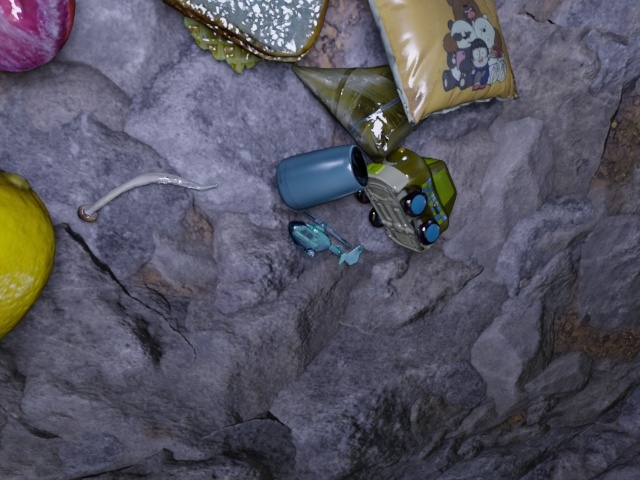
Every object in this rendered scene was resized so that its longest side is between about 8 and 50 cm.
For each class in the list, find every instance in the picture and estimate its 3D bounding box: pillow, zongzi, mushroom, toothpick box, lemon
[{"bbox_3d":[0.225,-0.384,0.819,0.310,0.119,0.312,-20,92,-27],"label":"pillow"},{"bbox_3d":[0.114,-0.340,0.929,0.251,0.125,0.274,-43,87,-5],"label":"zongzi"},{"bbox_3d":[-0.385,-0.107,0.981,0.306,0.043,0.068,-18,139,-4],"label":"mushroom"},{"bbox_3d":[0.007,-0.140,0.963,0.184,0.120,0.120,-12,126,28],"label":"toothpick box"},{"bbox_3d":[-0.674,0.008,0.818,0.364,0.364,0.364,-6,121,-10],"label":"lemon"}]

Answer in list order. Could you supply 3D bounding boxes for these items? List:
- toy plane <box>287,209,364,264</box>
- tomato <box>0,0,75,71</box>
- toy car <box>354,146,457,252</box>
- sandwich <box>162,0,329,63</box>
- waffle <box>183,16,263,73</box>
[{"bbox_3d":[0.000,0.000,1.121,0.235,0.060,0.096,34,94,-23],"label":"toy plane"},{"bbox_3d":[-0.553,-0.426,0.684,0.334,0.176,0.290,-5,141,-5],"label":"tomato"},{"bbox_3d":[0.219,-0.116,1.047,0.198,0.204,0.248,-44,123,-14],"label":"toy car"},{"bbox_3d":[-0.093,-0.476,0.747,0.271,0.099,0.301,22,99,-16],"label":"sandwich"},{"bbox_3d":[-0.149,-0.436,0.831,0.214,0.054,0.208,-42,117,5],"label":"waffle"}]
